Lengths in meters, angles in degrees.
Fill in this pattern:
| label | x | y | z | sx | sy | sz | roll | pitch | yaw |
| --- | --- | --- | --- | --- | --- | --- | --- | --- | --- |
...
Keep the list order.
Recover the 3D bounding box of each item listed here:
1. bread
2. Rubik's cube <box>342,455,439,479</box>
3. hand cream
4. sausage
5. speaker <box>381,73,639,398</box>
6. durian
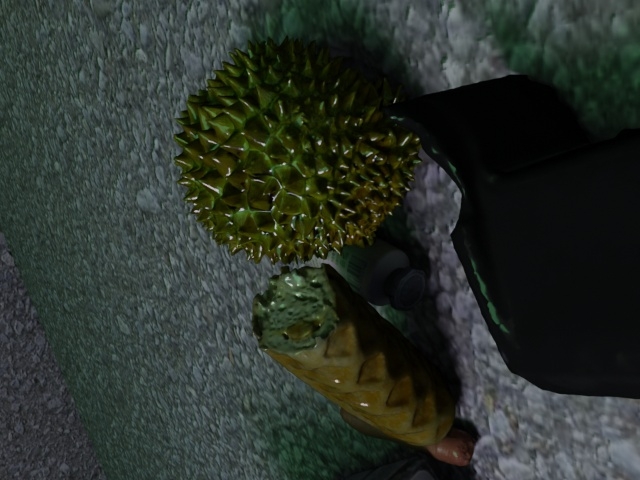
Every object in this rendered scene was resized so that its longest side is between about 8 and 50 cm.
| label | x | y | z | sx | sy | sz | roll | pitch | yaw |
| --- | --- | --- | --- | --- | --- | --- | --- | --- | --- |
| bread | 0.045 | 0.119 | 0.595 | 0.098 | 0.087 | 0.269 | 1 | 149 | 39 |
| Rubik's cube | 0.012 | 0.484 | 0.678 | 0.344 | 0.343 | 0.337 | 56 | 144 | 9 |
| hand cream | 0.000 | 0.000 | 0.693 | 0.276 | 0.059 | 0.095 | 30 | 135 | 44 |
| sausage | 0.095 | 0.214 | 0.720 | 0.186 | 0.043 | 0.043 | 2 | 114 | 50 |
| speaker | 0.223 | -0.040 | 0.284 | 0.388 | 0.180 | 0.184 | -13 | 97 | 54 |
| durian | -0.036 | -0.077 | 0.573 | 0.237 | 0.176 | 0.200 | 7 | 75 | 60 |
